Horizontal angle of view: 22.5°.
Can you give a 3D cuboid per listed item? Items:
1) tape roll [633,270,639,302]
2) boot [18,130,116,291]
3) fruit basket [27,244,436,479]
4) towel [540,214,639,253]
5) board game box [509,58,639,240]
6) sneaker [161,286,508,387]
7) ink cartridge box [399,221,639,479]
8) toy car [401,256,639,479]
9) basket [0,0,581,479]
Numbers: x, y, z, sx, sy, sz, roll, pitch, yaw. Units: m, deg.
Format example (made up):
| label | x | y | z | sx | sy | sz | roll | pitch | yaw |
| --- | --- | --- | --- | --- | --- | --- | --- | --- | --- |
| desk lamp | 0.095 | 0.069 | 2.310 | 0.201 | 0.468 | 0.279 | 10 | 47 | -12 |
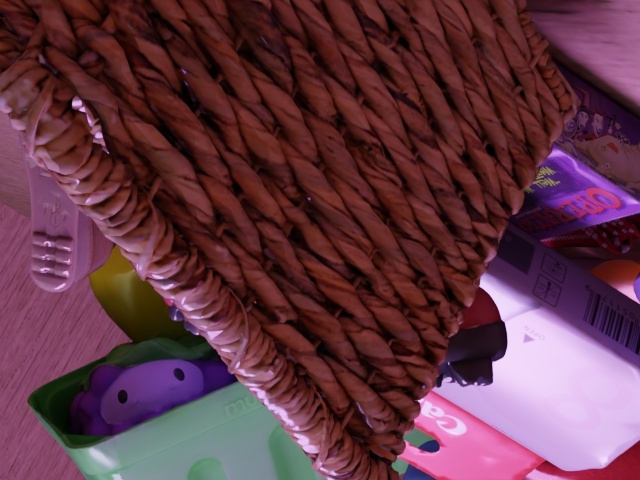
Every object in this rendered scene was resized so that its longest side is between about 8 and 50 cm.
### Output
| label | x | y | z | sx | sy | sz | roll | pitch | yaw |
| --- | --- | --- | --- | --- | --- | --- | --- | --- | --- |
| tape roll | 0.263 | 0.031 | 0.828 | 0.189 | 0.080 | 0.189 | 28 | 171 | 5 |
| boot | -0.171 | -0.098 | 1.265 | 0.090 | 0.248 | 0.207 | 17 | -154 | 1 |
| fruit basket | -0.099 | 0.075 | 1.511 | 0.392 | 0.392 | 0.283 | 32 | 175 | -21 |
| towel | 0.060 | -0.065 | 1.058 | 0.275 | 0.031 | 0.199 | 31 | 171 | -16 |
| board game box | 0.023 | -0.056 | 0.962 | 0.208 | 0.056 | 0.347 | 36 | 157 | -17 |
| sneaker | -0.001 | 0.000 | 0.847 | 0.097 | 0.135 | 0.276 | -2 | -168 | -31 |
| ink cartridge box | 0.082 | 0.086 | 0.972 | 0.189 | 0.066 | 0.232 | 31 | 131 | -8 |
| toy car | 0.193 | 0.093 | 1.100 | 0.210 | 0.219 | 0.238 | 28 | 149 | 4 |
| basket | -0.062 | -0.066 | 0.661 | 0.213 | 0.223 | 0.299 | 14 | 156 | 35 |
